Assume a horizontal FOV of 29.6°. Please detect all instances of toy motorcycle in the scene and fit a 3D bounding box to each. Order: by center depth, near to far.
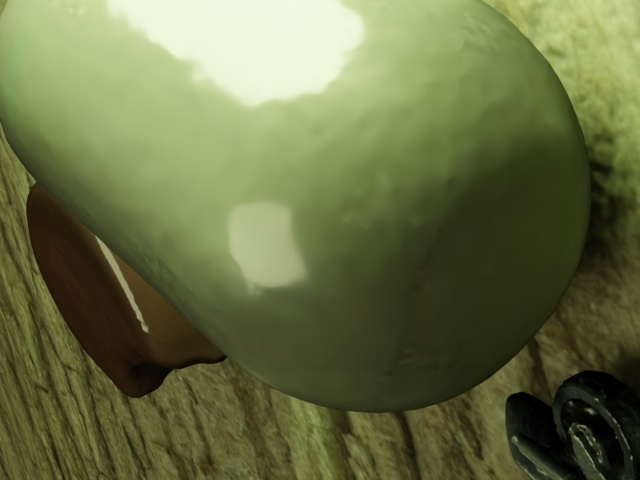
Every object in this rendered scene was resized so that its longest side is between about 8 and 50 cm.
[{"bbox_3d":[0.241,0.240,0.892,0.307,0.108,0.173,63,157,8],"label":"toy motorcycle"}]

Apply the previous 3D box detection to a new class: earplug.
[{"bbox_3d":[-0.007,-0.064,0.857,0.394,0.312,0.313,40,143,36],"label":"earplug"}]

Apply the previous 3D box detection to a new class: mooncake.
[{"bbox_3d":[-0.197,0.030,1.385,0.334,0.174,0.326,43,147,29],"label":"mooncake"}]
